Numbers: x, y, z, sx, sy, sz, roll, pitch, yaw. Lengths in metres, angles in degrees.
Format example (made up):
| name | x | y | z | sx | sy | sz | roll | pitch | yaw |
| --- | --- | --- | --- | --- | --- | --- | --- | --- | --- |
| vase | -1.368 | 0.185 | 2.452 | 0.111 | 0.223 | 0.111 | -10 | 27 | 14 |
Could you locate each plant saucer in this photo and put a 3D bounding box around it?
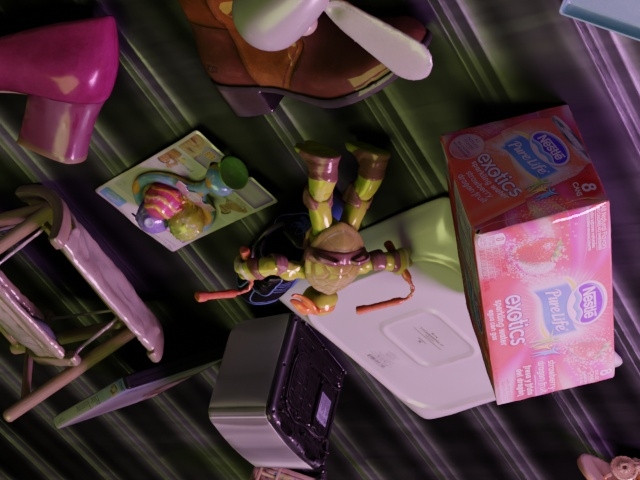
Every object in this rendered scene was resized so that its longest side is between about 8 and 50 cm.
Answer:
| name | x | y | z | sx | sy | sz | roll | pitch | yaw |
| --- | --- | --- | --- | --- | --- | --- | --- | --- | --- |
| plant saucer | 0.324 | -0.210 | 1.314 | 0.192 | 0.018 | 0.067 | 19 | 143 | 2 |

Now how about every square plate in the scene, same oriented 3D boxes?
| name | x | y | z | sx | sy | sz | roll | pitch | yaw |
| --- | --- | --- | --- | --- | --- | --- | --- | --- | --- |
| square plate | 0.145 | 0.111 | 1.782 | 0.347 | 0.049 | 0.344 | 41 | 139 | -24 |

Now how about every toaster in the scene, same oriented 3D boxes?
| name | x | y | z | sx | sy | sz | roll | pitch | yaw |
| --- | --- | --- | --- | --- | --- | --- | --- | --- | --- |
| toaster | -0.054 | 0.216 | 1.892 | 0.110 | 0.186 | 0.168 | -6 | 143 | 28 |

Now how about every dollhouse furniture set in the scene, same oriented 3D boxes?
| name | x | y | z | sx | sy | sz | roll | pitch | yaw |
| --- | --- | --- | --- | --- | --- | --- | --- | --- | --- |
| dollhouse furniture set | -0.023 | 0.389 | 2.170 | 0.181 | 0.101 | 0.161 | 18 | 143 | 4 |

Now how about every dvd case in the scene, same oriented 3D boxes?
| name | x | y | z | sx | sy | sz | roll | pitch | yaw |
| --- | --- | --- | --- | --- | --- | --- | --- | --- | --- |
| dvd case | -0.256 | 0.210 | 2.010 | 0.253 | 0.180 | 0.022 | -31 | 77 | 51 |

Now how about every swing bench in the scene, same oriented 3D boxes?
| name | x | y | z | sx | sy | sz | roll | pitch | yaw |
| --- | --- | --- | --- | --- | --- | --- | --- | --- | --- |
| swing bench | -0.380 | 0.074 | 1.886 | 0.254 | 0.165 | 0.253 | -24 | 128 | 11 |

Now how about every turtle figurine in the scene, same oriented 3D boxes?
| name | x | y | z | sx | sy | sz | roll | pitch | yaw |
| --- | --- | --- | --- | --- | --- | --- | --- | --- | --- |
| turtle figurine | 0.000 | 0.000 | 1.570 | 0.269 | 0.087 | 0.217 | 1 | 112 | -19 |

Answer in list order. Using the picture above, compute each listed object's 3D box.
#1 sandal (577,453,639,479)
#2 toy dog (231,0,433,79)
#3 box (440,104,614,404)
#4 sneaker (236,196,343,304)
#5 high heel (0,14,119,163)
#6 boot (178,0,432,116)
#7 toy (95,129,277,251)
| name | x | y | z | sx | sy | sz | roll | pitch | yaw |
| --- | --- | --- | --- | --- | --- | --- | --- | --- | --- |
| sandal | 0.452 | 0.328 | 1.903 | 0.240 | 0.088 | 0.079 | 35 | 111 | -28 |
| toy dog | 0.093 | -0.260 | 1.252 | 0.333 | 0.220 | 0.161 | 2 | 172 | 35 |
| box | 0.227 | 0.022 | 1.506 | 0.142 | 0.154 | 0.300 | -13 | 137 | 1 |
| sneaker | -0.059 | 0.023 | 1.719 | 0.081 | 0.090 | 0.232 | 47 | 139 | 6 |
| high heel | -0.403 | -0.240 | 1.598 | 0.377 | 0.127 | 0.181 | 23 | 115 | 5 |
| boot | -0.050 | -0.268 | 1.397 | 0.264 | 0.096 | 0.280 | -1 | 131 | 39 |
| toy | -0.178 | -0.043 | 1.741 | 0.137 | 0.056 | 0.237 | 41 | 139 | -22 |
